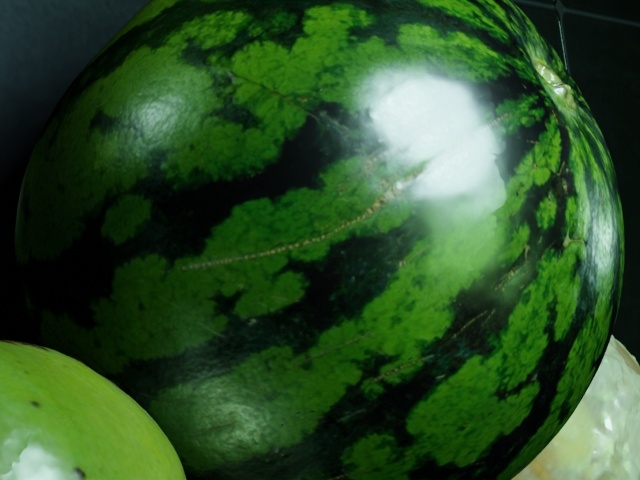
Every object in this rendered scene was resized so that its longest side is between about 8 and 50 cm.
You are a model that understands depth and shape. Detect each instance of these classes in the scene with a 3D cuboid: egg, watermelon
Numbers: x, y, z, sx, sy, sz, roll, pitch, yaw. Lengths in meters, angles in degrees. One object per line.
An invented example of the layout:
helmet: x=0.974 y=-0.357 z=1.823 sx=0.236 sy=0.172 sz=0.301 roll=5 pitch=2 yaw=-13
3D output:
egg: x=0.116 y=0.133 z=0.799 sx=0.245 sy=0.203 sz=0.203 roll=51 pitch=44 yaw=-29
watermelon: x=0.000 y=0.000 z=0.608 sx=0.285 sy=0.285 sz=0.285 roll=18 pitch=68 yaw=-52

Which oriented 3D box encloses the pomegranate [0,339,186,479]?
pomegranate: x=-0.149 y=0.098 z=0.475 sx=0.210 sy=0.180 sz=0.180 roll=55 pitch=33 yaw=13
